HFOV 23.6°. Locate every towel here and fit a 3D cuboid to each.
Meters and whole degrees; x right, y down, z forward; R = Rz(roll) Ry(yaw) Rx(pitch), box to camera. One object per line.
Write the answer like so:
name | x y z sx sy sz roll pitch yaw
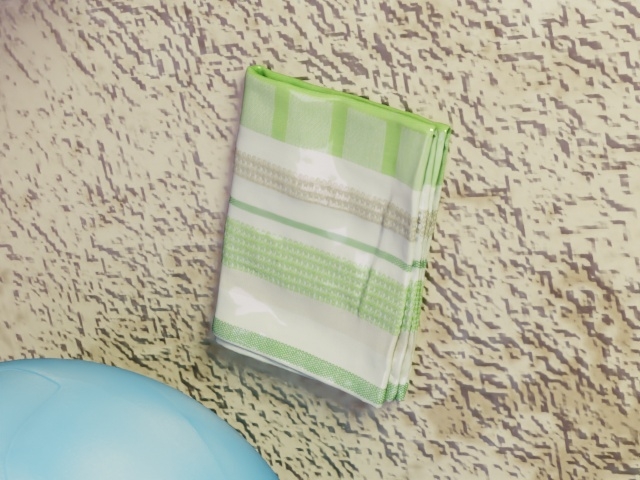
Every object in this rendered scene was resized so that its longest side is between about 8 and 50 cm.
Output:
towel | 0.000 0.000 0.753 0.113 0.023 0.152 18 117 22

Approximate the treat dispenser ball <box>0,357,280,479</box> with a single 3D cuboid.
treat dispenser ball | -0.138 0.202 0.751 0.288 0.288 0.288 11 114 26
